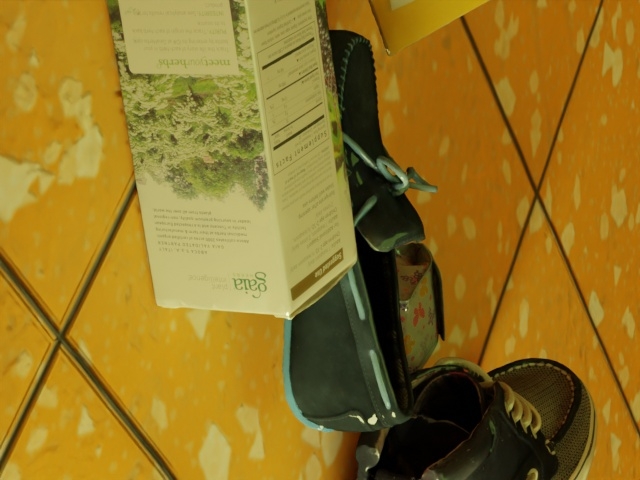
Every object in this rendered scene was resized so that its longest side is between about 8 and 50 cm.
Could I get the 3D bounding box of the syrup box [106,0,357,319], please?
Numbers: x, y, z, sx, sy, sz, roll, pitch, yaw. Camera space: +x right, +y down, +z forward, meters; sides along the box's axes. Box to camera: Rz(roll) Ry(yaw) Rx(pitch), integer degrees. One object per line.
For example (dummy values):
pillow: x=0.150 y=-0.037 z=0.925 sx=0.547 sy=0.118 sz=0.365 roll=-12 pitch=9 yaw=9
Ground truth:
syrup box: x=-0.051 y=-0.080 z=1.093 sx=0.096 sy=0.093 sz=0.236 roll=-40 pitch=127 yaw=-54

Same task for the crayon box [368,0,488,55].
crayon box: x=0.065 y=-0.302 z=1.183 sx=0.203 sy=0.083 sz=0.323 roll=-30 pitch=131 yaw=-7

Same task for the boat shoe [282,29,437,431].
boat shoe: x=0.032 y=-0.007 z=1.201 sx=0.109 sy=0.089 sz=0.258 roll=-23 pitch=113 yaw=-59

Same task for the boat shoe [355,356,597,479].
boat shoe: x=0.125 y=0.143 z=1.388 sx=0.340 sy=0.127 sz=0.158 roll=-44 pitch=148 yaw=-51

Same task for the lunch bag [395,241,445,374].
lunch bag: x=0.064 y=0.049 z=1.368 sx=0.083 sy=0.053 sz=0.071 roll=-51 pitch=142 yaw=-53
